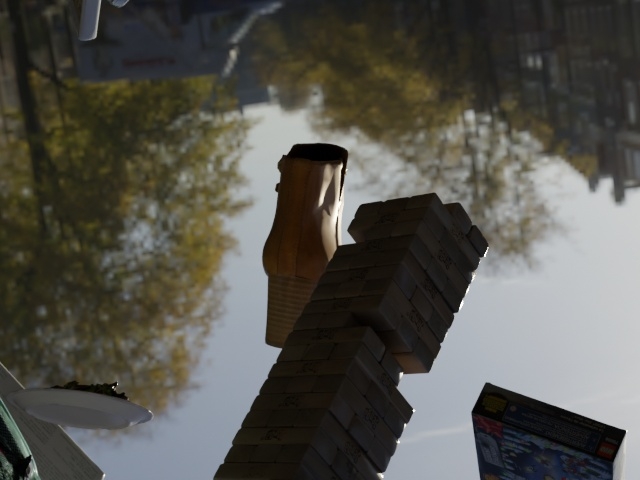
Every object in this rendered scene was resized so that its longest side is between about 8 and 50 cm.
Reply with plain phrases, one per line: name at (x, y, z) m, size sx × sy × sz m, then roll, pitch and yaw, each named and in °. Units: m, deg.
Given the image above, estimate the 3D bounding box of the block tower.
block tower at (0.030, 0.102, 1.092) m, size 0.097 × 0.091 × 0.335 m, roll -9°, pitch -139°, yaw 41°

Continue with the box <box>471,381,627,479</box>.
box at (0.150, 0.152, 0.841) m, size 0.094 × 0.137 × 0.027 m, roll 18°, pitch -123°, yaw 24°

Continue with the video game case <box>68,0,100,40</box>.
video game case at (-0.295, -0.384, 1.534) m, size 0.026 × 0.206 × 0.227 m, roll -12°, pitch 159°, yaw -19°

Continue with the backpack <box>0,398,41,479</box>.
backpack at (-0.324, 0.233, 1.037) m, size 0.225 × 0.254 × 0.191 m, roll -27°, pitch -169°, yaw 7°

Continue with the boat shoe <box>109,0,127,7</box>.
boat shoe at (-0.297, -0.450, 1.924) m, size 0.103 × 0.118 × 0.320 m, roll 29°, pitch 164°, yaw -7°

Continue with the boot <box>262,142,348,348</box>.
boot at (-0.001, 0.000, 1.409) m, size 0.104 × 0.211 × 0.295 m, roll 9°, pitch -177°, yaw 7°

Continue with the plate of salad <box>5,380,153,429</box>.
plate of salad at (-0.325, 0.218, 1.752) m, size 0.199 × 0.048 × 0.200 m, roll 5°, pitch 159°, yaw 2°

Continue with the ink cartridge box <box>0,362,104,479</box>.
ink cartridge box at (-0.498, 0.345, 1.788) m, size 0.091 × 0.308 × 0.385 m, roll -33°, pitch -167°, yaw 29°
